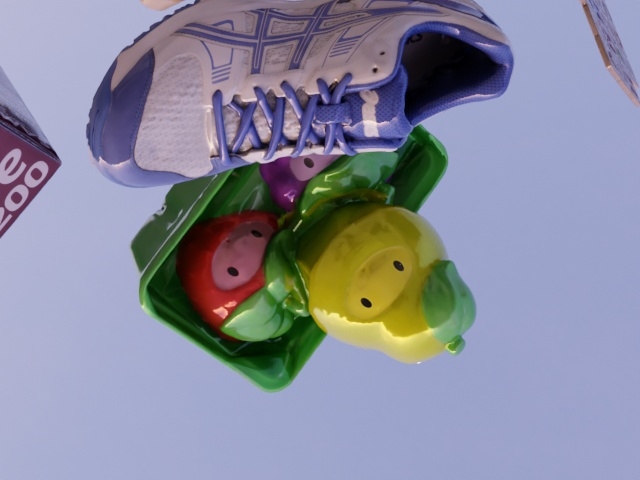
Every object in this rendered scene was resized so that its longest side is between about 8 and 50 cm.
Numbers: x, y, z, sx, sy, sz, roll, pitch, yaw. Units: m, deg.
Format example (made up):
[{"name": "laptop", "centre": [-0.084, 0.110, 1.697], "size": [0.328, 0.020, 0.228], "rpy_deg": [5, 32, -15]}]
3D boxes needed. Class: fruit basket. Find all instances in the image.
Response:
[{"name": "fruit basket", "centre": [0.000, 0.000, 1.618], "size": [0.392, 0.283, 0.392], "rpy_deg": [-30, -140, 29]}]

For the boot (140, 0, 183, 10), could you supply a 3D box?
[{"name": "boot", "centre": [-0.102, -0.321, 1.079], "size": [0.207, 0.090, 0.248], "rpy_deg": [-33, -106, 42]}]

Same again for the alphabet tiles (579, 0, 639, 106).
[{"name": "alphabet tiles", "centre": [0.292, -0.265, 1.541], "size": [0.009, 0.198, 0.237], "rpy_deg": [-25, -116, 19]}]

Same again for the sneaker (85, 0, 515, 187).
[{"name": "sneaker", "centre": [-0.007, -0.104, 0.934], "size": [0.296, 0.112, 0.131], "rpy_deg": [-26, -141, -22]}]

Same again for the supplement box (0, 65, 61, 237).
[{"name": "supplement box", "centre": [-0.252, -0.070, 0.846], "size": [0.130, 0.073, 0.239], "rpy_deg": [-49, -139, 8]}]
